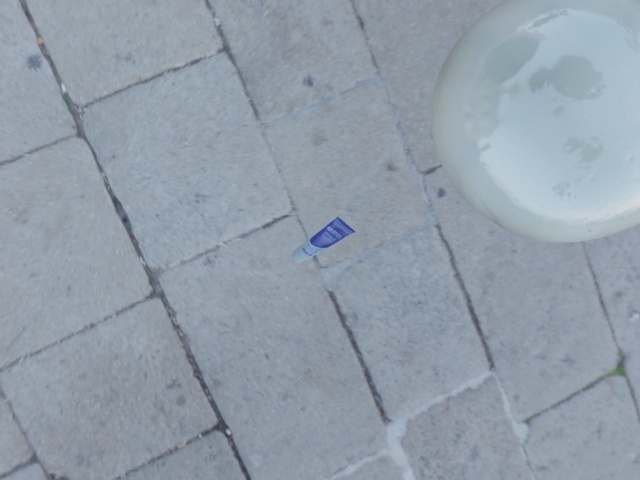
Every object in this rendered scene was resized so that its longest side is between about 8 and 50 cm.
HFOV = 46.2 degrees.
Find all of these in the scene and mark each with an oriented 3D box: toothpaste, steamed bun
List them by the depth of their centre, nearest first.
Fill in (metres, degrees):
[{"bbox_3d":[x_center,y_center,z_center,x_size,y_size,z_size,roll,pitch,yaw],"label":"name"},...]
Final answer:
[{"bbox_3d":[0.000,0.000,0.747,0.024,0.083,0.015,41,46,-18],"label":"toothpaste"},{"bbox_3d":[0.298,-0.151,0.911,0.325,0.206,0.324,2,100,9],"label":"steamed bun"}]
